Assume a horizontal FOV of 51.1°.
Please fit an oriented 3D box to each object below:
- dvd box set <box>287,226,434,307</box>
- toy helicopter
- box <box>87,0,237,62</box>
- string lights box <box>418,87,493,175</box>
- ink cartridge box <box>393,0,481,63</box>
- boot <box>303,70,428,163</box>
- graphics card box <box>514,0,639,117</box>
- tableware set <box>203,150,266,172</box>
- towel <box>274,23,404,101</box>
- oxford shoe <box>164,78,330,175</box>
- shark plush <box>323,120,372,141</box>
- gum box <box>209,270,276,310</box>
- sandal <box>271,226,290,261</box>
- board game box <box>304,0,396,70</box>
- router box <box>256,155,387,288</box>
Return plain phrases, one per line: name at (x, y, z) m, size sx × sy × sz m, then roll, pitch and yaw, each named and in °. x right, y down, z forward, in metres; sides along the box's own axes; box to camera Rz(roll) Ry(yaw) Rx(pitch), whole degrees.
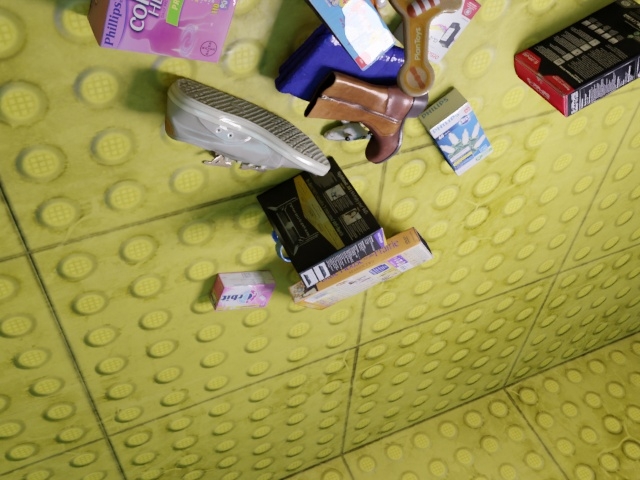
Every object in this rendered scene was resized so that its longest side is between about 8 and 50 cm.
dvd box set at (0.136, 0.098, 2.086) m, size 0.421 × 0.062 × 0.308 m, roll -26°, pitch 164°, yaw 11°
toy helicopter at (0.193, -0.494, 1.461) m, size 0.235 × 0.140 × 0.354 m, roll -1°, pitch 97°, yaw -7°
box at (-0.291, -0.472, 1.268) m, size 0.243 × 0.117 × 0.213 m, roll 0°, pitch 134°, yaw -33°
string lights box at (0.396, -0.311, 1.952) m, size 0.133 × 0.076 × 0.260 m, roll -37°, pitch 142°, yaw 10°
ink cartridge box at (0.282, -0.533, 1.624) m, size 0.127 × 0.072 × 0.175 m, roll 11°, pitch 127°, yaw -41°
boot at (0.091, -0.291, 1.648) m, size 0.281 × 0.096 × 0.264 m, roll -1°, pitch 152°, yaw -30°
graphics card box at (0.758, -0.510, 1.842) m, size 0.371 × 0.232 × 0.094 m, roll -30°, pitch 139°, yaw -2°
tableware set at (-0.184, -0.221, 1.692) m, size 0.194 × 0.039 × 0.128 m, roll 5°, pitch 131°, yaw -37°
towel at (0.065, -0.407, 1.591) m, size 0.308 × 0.076 × 0.228 m, roll 6°, pitch 146°, yaw -41°
oxford shoe at (-0.172, -0.239, 1.580) m, size 0.449 × 0.169 × 0.130 m, roll 17°, pitch 120°, yaw -36°
shark plush at (0.085, -0.292, 1.807) m, size 0.161 × 0.073 × 0.067 m, roll -14°, pitch 167°, yaw -43°
gum box at (-0.235, 0.154, 2.067) m, size 0.189 × 0.062 × 0.107 m, roll -2°, pitch 135°, yaw -32°
sandal at (0.000, 0.000, 1.869) m, size 0.318 × 0.138 × 0.126 m, roll -5°, pitch 125°, yaw 19°
board game box at (-0.020, -0.511, 1.254) m, size 0.086 × 0.302 × 0.308 m, roll -39°, pitch 143°, yaw 10°
router box at (-0.002, -0.055, 1.782) m, size 0.243 × 0.308 × 0.081 m, roll -28°, pitch 142°, yaw -2°
